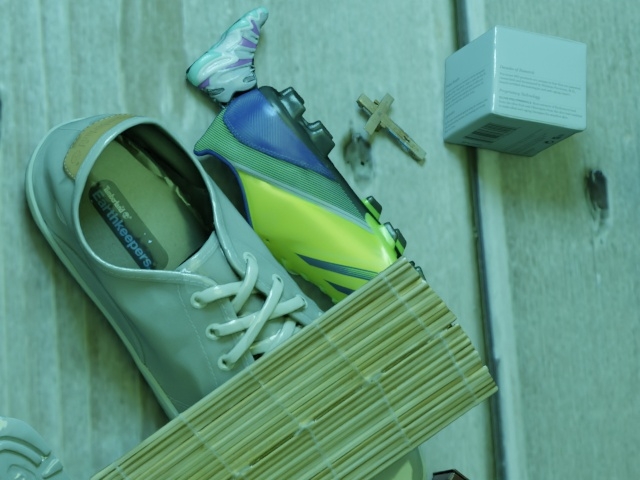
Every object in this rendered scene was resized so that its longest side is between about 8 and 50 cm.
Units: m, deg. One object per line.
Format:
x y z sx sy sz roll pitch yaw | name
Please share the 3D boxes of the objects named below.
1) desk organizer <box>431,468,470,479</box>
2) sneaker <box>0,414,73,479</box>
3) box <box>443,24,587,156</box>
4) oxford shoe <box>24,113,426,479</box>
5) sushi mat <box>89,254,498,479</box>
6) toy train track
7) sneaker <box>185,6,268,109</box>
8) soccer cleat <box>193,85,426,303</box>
0.146 0.260 1.635 0.130 0.047 0.050 37 69 -10 | desk organizer
-0.223 0.231 1.476 0.090 0.095 0.235 -37 112 -30 | sneaker
0.179 -0.136 1.711 0.102 0.101 0.087 8 74 -22 | box
-0.072 0.074 1.547 0.169 0.130 0.449 -44 97 -27 | oxford shoe
-0.017 0.156 1.513 0.316 0.019 0.151 -35 111 -2 | sushi mat
0.063 -0.103 1.706 0.083 0.014 0.048 42 59 -14 | toy train track
-0.066 -0.157 1.655 0.069 0.038 0.098 46 75 -8 | sneaker
0.000 -0.001 1.630 0.121 0.093 0.289 -35 97 5 | soccer cleat
